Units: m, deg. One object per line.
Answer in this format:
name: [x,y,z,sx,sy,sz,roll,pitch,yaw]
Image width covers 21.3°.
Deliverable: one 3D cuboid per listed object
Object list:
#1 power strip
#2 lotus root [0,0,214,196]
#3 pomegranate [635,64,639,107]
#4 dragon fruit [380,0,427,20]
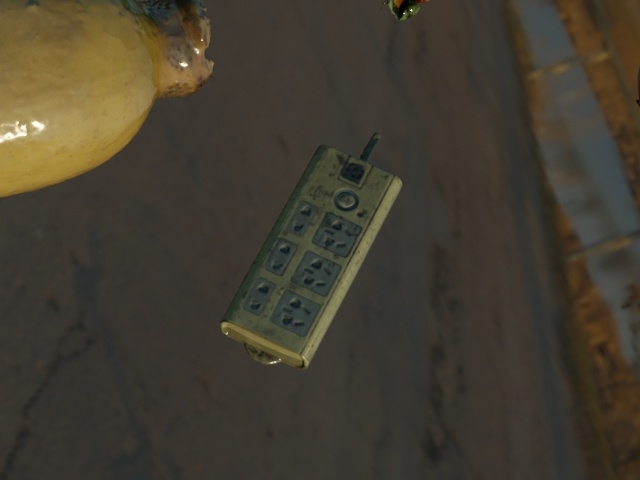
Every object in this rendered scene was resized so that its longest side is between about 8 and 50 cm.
power strip: [0.000,0.000,1.624,0.034,0.092,0.268,100,17,-62]
lotus root: [-0.205,-0.091,0.967,0.131,0.303,0.146,101,-29,-68]
pomegranate: [0.421,-0.147,1.641,0.235,0.210,0.210,27,-10,32]
dragon fruit: [0.065,-0.314,1.736,0.138,0.142,0.175,3,71,-79]
